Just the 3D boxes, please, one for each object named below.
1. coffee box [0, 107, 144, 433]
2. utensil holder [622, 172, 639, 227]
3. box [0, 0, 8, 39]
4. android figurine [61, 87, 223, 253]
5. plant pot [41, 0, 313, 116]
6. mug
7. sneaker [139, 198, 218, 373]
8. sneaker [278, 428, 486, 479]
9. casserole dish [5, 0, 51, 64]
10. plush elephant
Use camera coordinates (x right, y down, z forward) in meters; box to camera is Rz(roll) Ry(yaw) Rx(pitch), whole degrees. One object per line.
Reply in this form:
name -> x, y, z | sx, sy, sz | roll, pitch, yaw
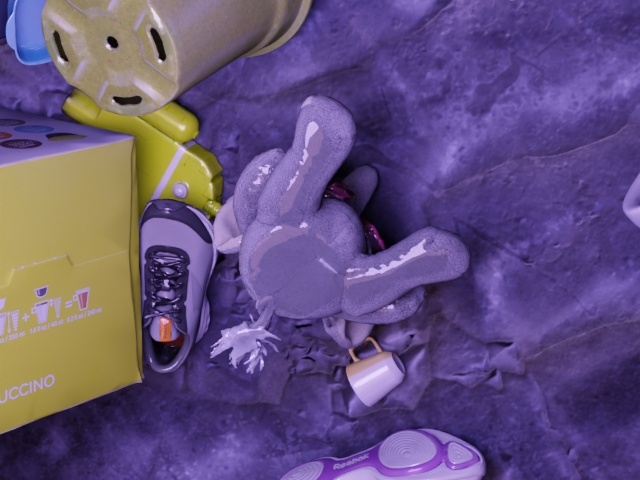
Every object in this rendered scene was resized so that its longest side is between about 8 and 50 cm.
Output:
coffee box -> -0.455, 0.031, 1.771 | 0.334, 0.338, 0.338 | 15, 112, 39
utensil holder -> 0.573, -0.010, 1.506 | 0.385, 0.327, 0.327 | 46, 113, -2
box -> -0.473, -0.443, 1.768 | 0.294, 0.183, 0.296 | 28, 114, 8
android figurine -> -0.244, -0.081, 1.879 | 0.273, 0.056, 0.248 | 36, 113, 6
plant pot -> -0.183, -0.281, 1.646 | 0.276, 0.254, 0.276 | 16, 131, 19
mug -> 0.072, 0.171, 1.855 | 0.064, 0.062, 0.078 | -32, 102, 15
sneaker -> -0.190, 0.061, 1.835 | 0.100, 0.108, 0.271 | 8, 129, 6
sneaker -> 0.091, 0.345, 1.890 | 0.305, 0.114, 0.152 | -17, 114, 25
casserole dish -> -0.325, -0.292, 1.786 | 0.037, 0.188, 0.114 | 36, 135, 35
plush elephant -> 0.000, 0.000, 1.739 | 0.272, 0.255, 0.330 | 41, 106, -8
